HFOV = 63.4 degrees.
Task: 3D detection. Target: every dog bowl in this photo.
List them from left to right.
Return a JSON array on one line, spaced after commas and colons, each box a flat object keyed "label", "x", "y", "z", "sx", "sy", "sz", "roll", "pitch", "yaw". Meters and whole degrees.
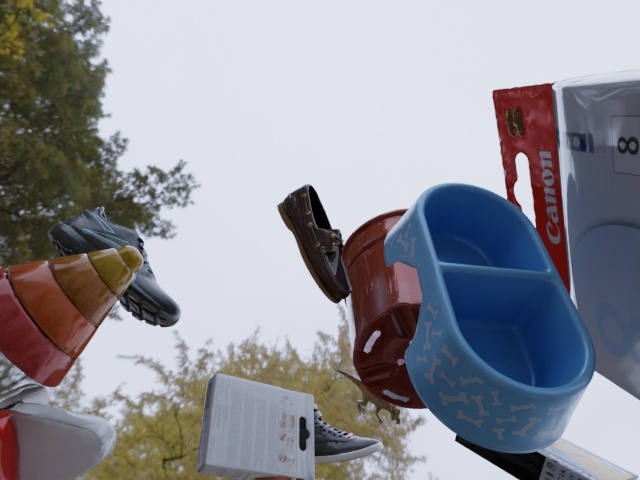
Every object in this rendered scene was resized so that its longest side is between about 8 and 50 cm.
[{"label": "dog bowl", "x": 0.163, "y": 0.052, "z": 0.522, "sx": 0.166, "sy": 0.297, "sz": 0.074, "roll": 6, "pitch": -46, "yaw": -11}]

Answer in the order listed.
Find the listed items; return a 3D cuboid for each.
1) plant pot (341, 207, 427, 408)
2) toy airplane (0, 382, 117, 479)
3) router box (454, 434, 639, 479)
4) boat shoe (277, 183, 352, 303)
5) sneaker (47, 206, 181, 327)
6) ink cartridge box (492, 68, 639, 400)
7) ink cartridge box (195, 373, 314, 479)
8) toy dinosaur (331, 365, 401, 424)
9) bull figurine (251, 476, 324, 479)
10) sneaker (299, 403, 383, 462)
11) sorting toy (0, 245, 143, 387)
[{"label": "plant pot", "x": 0.156, "y": 0.121, "z": 0.886, "sx": 0.273, "sy": 0.265, "sz": 0.272, "roll": 2, "pitch": -63, "yaw": 4}, {"label": "toy airplane", "x": -0.285, "y": 0.307, "z": 0.399, "sx": 0.386, "sy": 0.272, "sz": 0.384, "roll": -35, "pitch": -78, "yaw": 25}, {"label": "router box", "x": 0.284, "y": 0.278, "z": 0.662, "sx": 0.133, "sy": 0.179, "sz": 0.046, "roll": 17, "pitch": -89, "yaw": -42}, {"label": "boat shoe", "x": 0.000, "y": 0.000, "z": 0.842, "sx": 0.073, "sy": 0.073, "sz": 0.207, "roll": -34, "pitch": -110, "yaw": 15}, {"label": "sneaker", "x": -0.325, "y": 0.037, "z": 0.863, "sx": 0.267, "sy": 0.106, "sz": 0.101, "roll": 37, "pitch": -36, "yaw": 9}, {"label": "ink cartridge box", "x": 0.287, "y": -0.024, "z": 0.586, "sx": 0.091, "sy": 0.385, "sz": 0.308, "roll": -16, "pitch": -74, "yaw": -10}, {"label": "ink cartridge box", "x": -0.128, "y": 0.392, "z": 1.069, "sx": 0.232, "sy": 0.189, "sz": 0.066, "roll": 22, "pitch": -46, "yaw": -25}, {"label": "toy dinosaur", "x": 0.105, "y": 0.324, "z": 1.087, "sx": 0.183, "sy": 0.053, "sz": 0.092, "roll": 31, "pitch": -42, "yaw": 33}, {"label": "bull figurine", "x": -0.103, "y": 0.601, "z": 1.221, "sx": 0.189, "sy": 0.101, "sz": 0.310, "roll": 16, "pitch": -76, "yaw": 32}, {"label": "sneaker", "x": 0.010, "y": 0.494, "z": 1.344, "sx": 0.296, "sy": 0.104, "sz": 0.146, "roll": -10, "pitch": -109, "yaw": 18}, {"label": "sorting toy", "x": -0.227, "y": -0.021, "z": 0.359, "sx": 0.126, "sy": 0.365, "sz": 0.127, "roll": -35, "pitch": -120, "yaw": -16}]
